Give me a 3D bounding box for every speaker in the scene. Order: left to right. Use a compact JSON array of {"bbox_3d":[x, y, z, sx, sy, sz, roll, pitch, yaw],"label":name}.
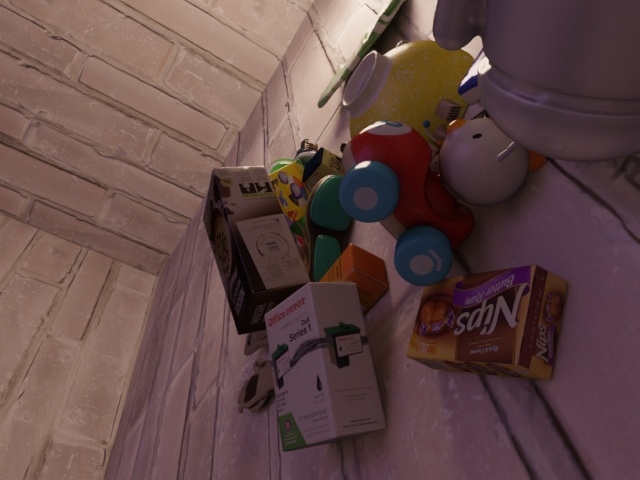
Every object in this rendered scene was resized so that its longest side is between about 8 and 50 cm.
[{"bbox_3d":[-0.101,-0.094,1.411,0.131,0.131,0.296,-50,25,34],"label":"speaker"}]

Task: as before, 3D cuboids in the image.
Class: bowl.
[{"bbox_3d":[0.136,-0.269,1.004,0.289,0.156,0.289,-50,25,33],"label":"bowl"}]

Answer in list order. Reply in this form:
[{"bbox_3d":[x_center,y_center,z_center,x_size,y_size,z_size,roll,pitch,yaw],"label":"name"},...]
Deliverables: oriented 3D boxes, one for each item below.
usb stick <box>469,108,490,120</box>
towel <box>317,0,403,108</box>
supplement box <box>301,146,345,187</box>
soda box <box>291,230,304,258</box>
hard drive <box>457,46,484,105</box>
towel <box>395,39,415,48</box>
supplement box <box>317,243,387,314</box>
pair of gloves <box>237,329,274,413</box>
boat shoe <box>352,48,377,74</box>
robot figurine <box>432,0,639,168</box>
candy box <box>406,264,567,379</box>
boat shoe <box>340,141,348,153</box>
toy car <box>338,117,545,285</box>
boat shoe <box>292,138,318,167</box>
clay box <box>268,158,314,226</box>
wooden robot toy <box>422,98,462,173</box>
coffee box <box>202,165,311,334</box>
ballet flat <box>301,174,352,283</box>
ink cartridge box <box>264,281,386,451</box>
[{"bbox_3d":[0.284,-0.191,0.716,0.278,0.045,0.077,-37,24,51],"label":"usb stick"},{"bbox_3d":[0.113,-0.539,1.465,0.325,0.038,0.248,-42,16,46],"label":"towel"},{"bbox_3d":[0.013,-0.167,1.282,0.083,0.083,0.056,-43,29,45],"label":"supplement box"},{"bbox_3d":[-0.112,0.085,1.278,0.263,0.092,0.083,-43,28,44],"label":"soda box"},{"bbox_3d":[0.333,-0.313,0.674,0.210,0.040,0.318,-56,16,-24],"label":"hard drive"},{"bbox_3d":[0.164,-0.371,1.130,0.152,0.113,0.023,-37,68,50],"label":"towel"},{"bbox_3d":[0.021,0.119,0.943,0.233,0.080,0.078,-54,20,31],"label":"supplement box"},{"bbox_3d":[-0.117,0.256,1.170,0.204,0.042,0.240,-49,27,37],"label":"pair of gloves"},{"bbox_3d":[0.126,-0.479,1.451,0.100,0.035,0.035,-46,55,32],"label":"boat shoe"},{"bbox_3d":[0.254,-0.219,0.462,0.200,0.300,0.353,-60,-23,-47],"label":"robot figurine"},{"bbox_3d":[0.185,0.096,0.611,0.186,0.053,0.109,-20,47,63],"label":"candy box"},{"bbox_3d":[0.074,-0.203,1.237,0.038,0.046,0.125,-60,29,-2],"label":"boat shoe"},{"bbox_3d":[0.173,-0.103,0.689,0.238,0.210,0.219,-34,16,26],"label":"toy car"},{"bbox_3d":[-0.032,-0.257,1.521,0.183,0.065,0.083,2,69,69],"label":"boat shoe"},{"bbox_3d":[-0.073,-0.114,1.273,0.053,0.127,0.222,-25,10,34],"label":"clay box"},{"bbox_3d":[0.194,-0.137,0.862,0.079,0.076,0.173,41,110,37],"label":"wooden robot toy"},{"bbox_3d":[-0.139,0.015,1.065,0.297,0.119,0.168,66,150,30],"label":"coffee box"},{"bbox_3d":[0.000,0.000,1.102,0.106,0.107,0.316,129,158,-50],"label":"ballet flat"},{"bbox_3d":[-0.002,0.189,0.798,0.160,0.092,0.219,-40,54,48],"label":"ink cartridge box"}]
